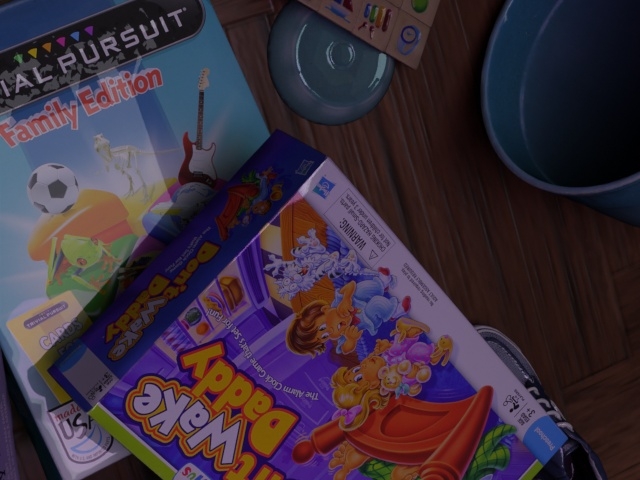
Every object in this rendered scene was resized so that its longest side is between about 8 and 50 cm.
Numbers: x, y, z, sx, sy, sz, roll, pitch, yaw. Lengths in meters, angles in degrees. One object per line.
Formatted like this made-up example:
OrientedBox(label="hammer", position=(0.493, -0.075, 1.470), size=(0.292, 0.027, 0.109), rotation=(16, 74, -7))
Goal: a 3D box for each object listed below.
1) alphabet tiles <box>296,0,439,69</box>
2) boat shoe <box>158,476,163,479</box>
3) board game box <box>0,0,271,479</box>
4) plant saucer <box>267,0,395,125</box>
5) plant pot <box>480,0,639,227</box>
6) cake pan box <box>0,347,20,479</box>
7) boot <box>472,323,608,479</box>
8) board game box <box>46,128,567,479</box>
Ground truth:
OrientedBox(label="alphabet tiles", position=(0.027, -0.276, 1.232), size=(0.237, 0.009, 0.198), rotation=(25, 80, -38))
OrientedBox(label="boat shoe", position=(-0.074, 0.119, 1.231), size=(0.083, 0.065, 0.183), rotation=(14, 87, -21))
OrientedBox(label="board game box", position=(-0.154, -0.024, 1.140), size=(0.254, 0.079, 0.336), rotation=(-26, 95, -20))
OrientedBox(label="plant saucer", position=(0.015, -0.155, 1.269), size=(0.119, 0.021, 0.119), rotation=(-3, 97, -24))
OrientedBox(label="plant pot", position=(0.321, -0.122, 1.298), size=(0.255, 0.272, 0.271), rotation=(26, 84, -40))
OrientedBox(label="cake pan box", position=(-0.343, 0.127, 1.053), size=(0.246, 0.070, 0.267), rotation=(-5, 100, 7))
OrientedBox(label="boot", position=(0.191, 0.156, 1.347), size=(0.069, 0.086, 0.190), rotation=(-41, 110, -16))
OrientedBox(label="board game box", position=(0.005, 0.122, 1.114), size=(0.233, 0.078, 0.347), rotation=(-47, 125, -7))
